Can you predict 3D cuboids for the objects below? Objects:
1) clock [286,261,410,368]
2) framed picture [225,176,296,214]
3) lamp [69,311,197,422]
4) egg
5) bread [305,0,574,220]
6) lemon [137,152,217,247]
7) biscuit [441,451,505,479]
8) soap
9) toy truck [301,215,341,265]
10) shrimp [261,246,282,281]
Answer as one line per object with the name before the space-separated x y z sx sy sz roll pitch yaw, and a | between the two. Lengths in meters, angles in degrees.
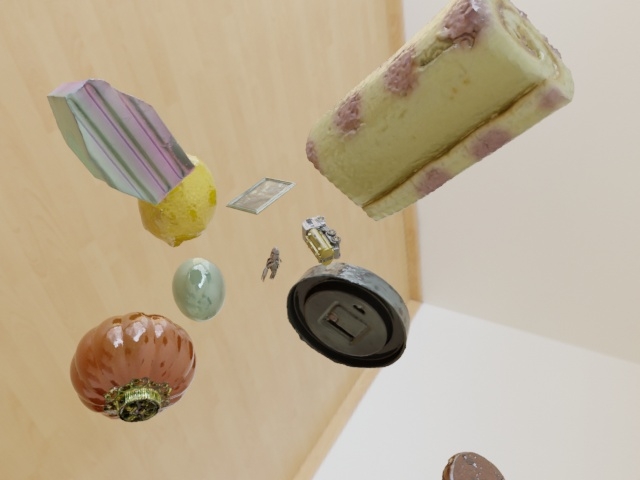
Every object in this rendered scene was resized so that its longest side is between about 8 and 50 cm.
clock | 0.070 0.195 1.502 0.067 0.325 0.325 -57 145 -45
framed picture | -0.181 -0.142 1.810 0.183 0.142 0.011 -41 130 -34
lamp | -0.338 0.229 1.083 0.223 0.196 0.223 -11 135 -11
egg | -0.383 0.154 1.872 0.168 0.231 0.168 -12 136 -12
bread | 0.147 -0.177 0.820 0.187 0.338 0.155 40 43 -17
lemon | -0.414 -0.121 1.712 0.233 0.234 0.288 -5 103 -58
biscuit | 0.324 0.516 1.186 0.192 0.192 0.049 -20 149 -55
soap | -0.454 -0.228 1.348 0.193 0.109 0.324 -49 134 -21
toy truck | 0.000 0.000 1.252 0.063 0.123 0.052 -15 130 -19
shrimp | -0.117 0.061 1.465 0.038 0.029 0.092 18 102 -36
